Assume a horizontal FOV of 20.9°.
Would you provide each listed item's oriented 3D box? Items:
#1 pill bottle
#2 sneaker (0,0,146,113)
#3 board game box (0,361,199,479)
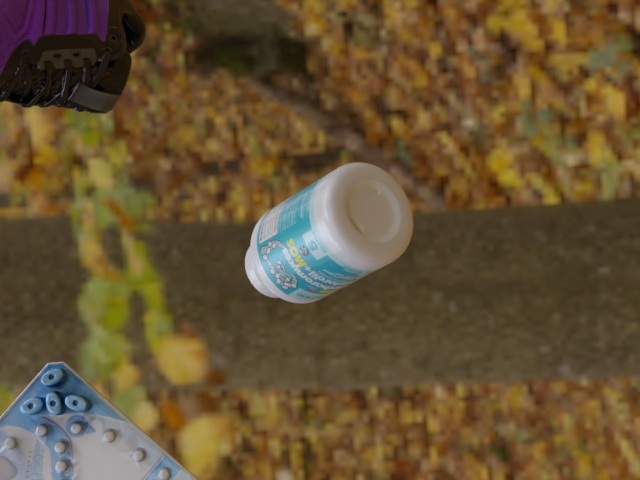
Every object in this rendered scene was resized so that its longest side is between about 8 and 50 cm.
[{"bbox_3d":[0.000,0.000,2.389,0.264,0.146,0.146,-30,60,53],"label":"pill bottle"},{"bbox_3d":[-0.234,-0.160,1.472,0.102,0.146,0.293,-42,4,35],"label":"sneaker"},{"bbox_3d":[-0.301,0.410,2.063,0.390,0.390,0.050,41,175,2],"label":"board game box"}]
